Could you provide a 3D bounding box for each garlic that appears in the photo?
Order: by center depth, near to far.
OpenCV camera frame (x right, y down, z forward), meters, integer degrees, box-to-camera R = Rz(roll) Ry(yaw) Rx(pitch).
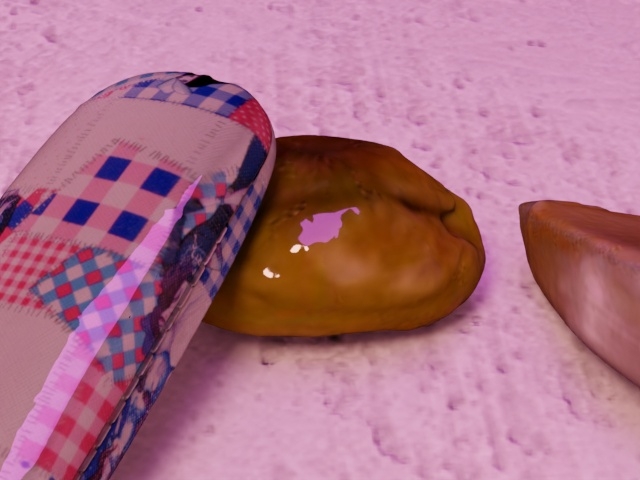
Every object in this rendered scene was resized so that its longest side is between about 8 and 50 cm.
[{"bbox_3d":[0.219,0.046,0.724,0.143,0.112,0.318,-4,26,-40],"label":"garlic"}]

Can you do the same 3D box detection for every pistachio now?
[{"bbox_3d":[-0.002,0.001,0.790,0.189,0.100,0.110,4,28,1],"label":"pistachio"}]

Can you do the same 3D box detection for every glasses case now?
[{"bbox_3d":[-0.130,0.044,0.707,0.125,0.076,0.327,8,56,32],"label":"glasses case"}]
